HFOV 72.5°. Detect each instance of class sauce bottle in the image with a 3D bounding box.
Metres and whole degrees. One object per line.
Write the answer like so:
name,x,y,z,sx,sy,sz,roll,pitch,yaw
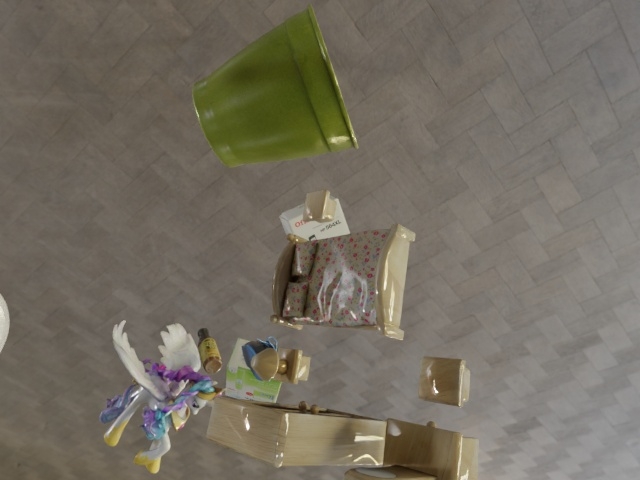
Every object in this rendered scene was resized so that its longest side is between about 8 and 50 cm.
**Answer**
sauce bottle,-0.251,0.240,0.972,0.042,0.128,0.042,-12,120,-22

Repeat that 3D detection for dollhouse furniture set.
dollhouse furniture set,0.017,0.061,0.510,0.303,0.355,0.174,-8,156,45

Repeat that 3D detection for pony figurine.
pony figurine,-0.455,0.421,1.225,0.363,0.303,0.351,-46,70,12

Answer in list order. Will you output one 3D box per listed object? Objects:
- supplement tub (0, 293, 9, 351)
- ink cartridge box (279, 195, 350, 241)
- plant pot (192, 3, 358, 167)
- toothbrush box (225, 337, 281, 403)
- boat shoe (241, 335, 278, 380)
supplement tub,-0.852,0.167,0.874,0.325,0.235,0.235,9,127,9
ink cartridge box,0.000,0.000,1.158,0.148,0.086,0.203,-26,110,-12
plant pot,-0.125,-0.360,1.145,0.353,0.366,0.366,-18,123,8
toothbrush box,-0.247,0.518,1.687,0.206,0.122,0.283,17,139,0
boat shoe,-0.152,0.298,1.165,0.089,0.258,0.109,-14,95,-19
